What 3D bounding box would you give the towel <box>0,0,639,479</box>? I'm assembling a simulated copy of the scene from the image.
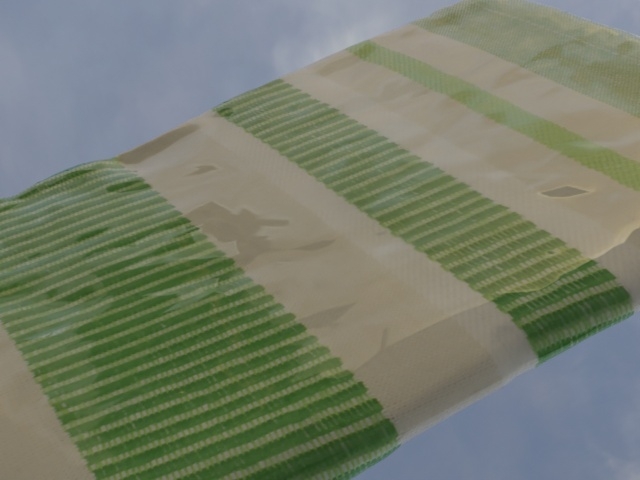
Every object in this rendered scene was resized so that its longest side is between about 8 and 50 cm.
[{"bbox_3d":[0.000,0.000,0.456,0.325,0.038,0.248,-26,-148,-18],"label":"towel"}]
